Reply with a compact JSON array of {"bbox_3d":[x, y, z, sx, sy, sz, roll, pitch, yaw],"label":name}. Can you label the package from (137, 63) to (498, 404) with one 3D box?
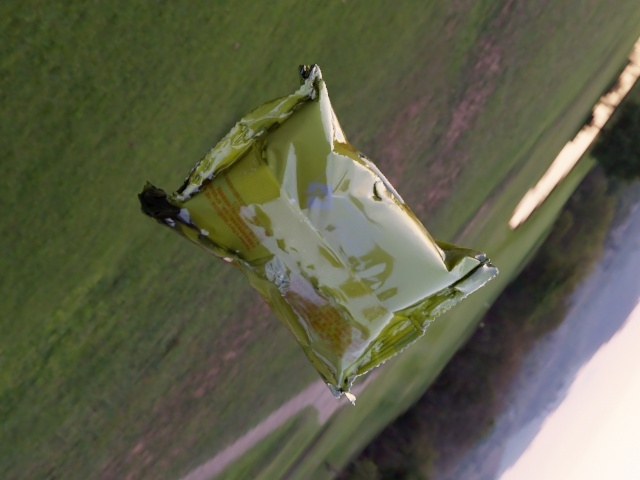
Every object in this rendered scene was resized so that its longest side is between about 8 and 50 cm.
[{"bbox_3d":[0.000,0.000,0.716,0.168,0.226,0.090,-39,-170,11],"label":"package"}]
